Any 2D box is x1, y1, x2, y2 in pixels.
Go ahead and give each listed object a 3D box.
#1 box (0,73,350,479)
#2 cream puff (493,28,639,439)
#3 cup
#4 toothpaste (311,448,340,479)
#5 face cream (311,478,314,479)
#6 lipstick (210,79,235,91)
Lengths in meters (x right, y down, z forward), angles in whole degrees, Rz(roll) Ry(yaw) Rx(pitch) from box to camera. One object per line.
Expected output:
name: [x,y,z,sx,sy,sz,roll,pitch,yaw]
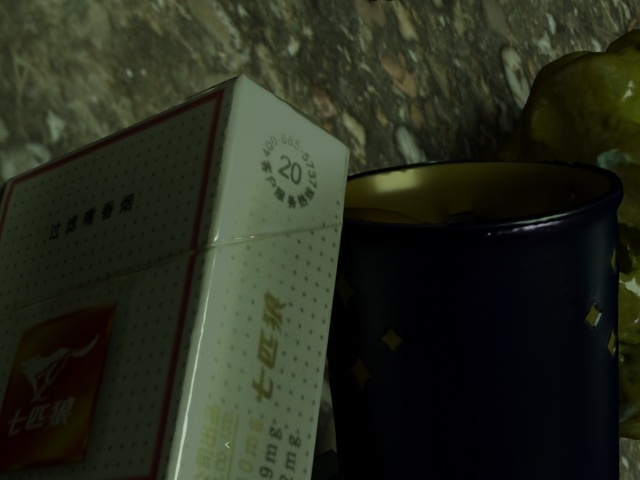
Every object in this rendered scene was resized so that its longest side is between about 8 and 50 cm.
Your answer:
box: [-0.104,0.101,0.611,0.095,0.210,0.330,31,56,-39]
cream puff: [0.272,0.009,1.043,0.378,0.275,0.378,56,14,-22]
cup: [0.105,0.080,0.749,0.255,0.178,0.256,-38,126,-63]
toothpaste: [0.029,0.236,0.784,0.057,0.035,0.197,-13,85,-64]
face cream: [-0.025,0.252,0.733,0.135,0.086,0.385,-25,108,-50]
lipstick: [0.000,0.000,0.875,0.264,0.059,0.059,52,45,-24]
